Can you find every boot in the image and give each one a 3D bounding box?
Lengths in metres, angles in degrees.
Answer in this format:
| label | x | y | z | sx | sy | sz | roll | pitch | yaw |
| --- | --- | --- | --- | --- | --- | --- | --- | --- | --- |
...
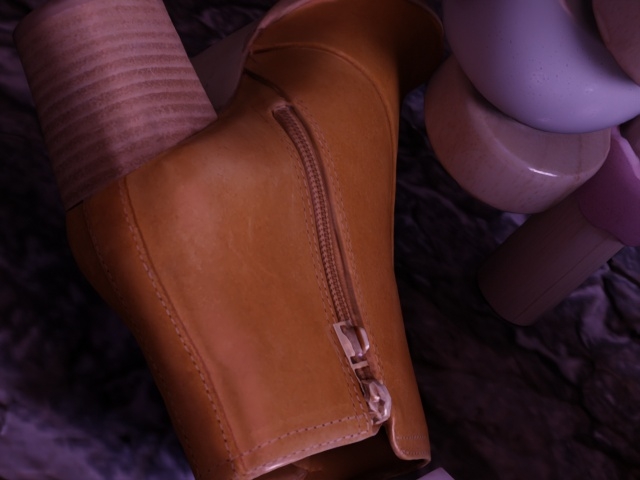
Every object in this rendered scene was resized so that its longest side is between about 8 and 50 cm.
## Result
| label | x | y | z | sx | sy | sz | roll | pitch | yaw |
| --- | --- | --- | --- | --- | --- | --- | --- | --- | --- |
| boot | 0.000 | 0.000 | 0.681 | 0.295 | 0.104 | 0.211 | -11 | 76 | -58 |

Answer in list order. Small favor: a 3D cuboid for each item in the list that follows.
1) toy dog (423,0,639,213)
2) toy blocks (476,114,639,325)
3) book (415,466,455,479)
| label | x | y | z | sx | sy | sz | roll | pitch | yaw |
| --- | --- | --- | --- | --- | --- | --- | --- | --- | --- |
| toy dog | 0.098 | -0.171 | 0.695 | 0.161 | 0.220 | 0.333 | 27 | 35 | -22 |
| toy blocks | 0.258 | -0.088 | 0.840 | 0.288 | 0.260 | 0.309 | 26 | 40 | -19 |
| book | 0.027 | 0.150 | 0.597 | 0.144 | 0.035 | 0.096 | -20 | 65 | -48 |
